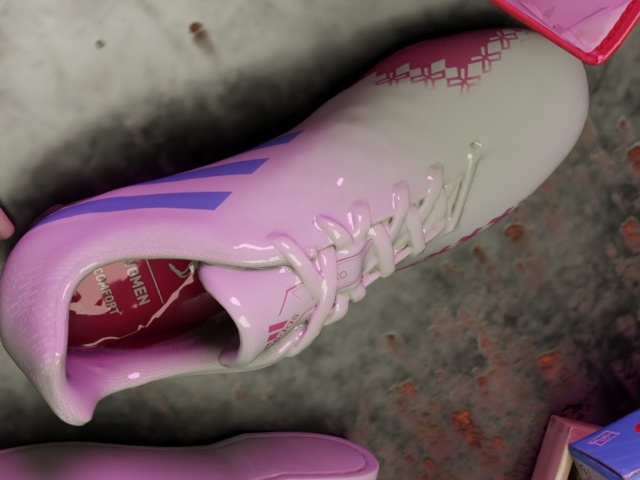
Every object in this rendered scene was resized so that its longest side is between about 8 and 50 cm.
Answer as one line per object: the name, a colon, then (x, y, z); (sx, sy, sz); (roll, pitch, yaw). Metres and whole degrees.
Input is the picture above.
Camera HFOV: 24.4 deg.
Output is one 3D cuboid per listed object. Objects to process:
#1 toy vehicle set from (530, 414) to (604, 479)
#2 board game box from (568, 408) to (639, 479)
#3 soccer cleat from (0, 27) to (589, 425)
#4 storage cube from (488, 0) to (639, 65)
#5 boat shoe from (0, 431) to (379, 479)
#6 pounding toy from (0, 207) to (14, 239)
toy vehicle set: (0.247, 0.221, 0.937); (0.267, 0.035, 0.166); (14, 93, -14)
board game box: (0.348, 0.197, 0.893); (0.302, 0.086, 0.308); (-25, 101, -8)
soccer cleat: (0.000, 0.000, 0.742); (0.331, 0.143, 0.116); (-24, 120, -4)
storage cube: (0.066, -0.220, 0.623); (0.215, 0.193, 0.183); (28, 105, -25)
boat shoe: (-0.090, 0.155, 0.827); (0.255, 0.095, 0.079); (0, 105, -26)
pounding toy: (-0.206, -0.056, 0.694); (0.141, 0.100, 0.130); (9, 107, -14)
